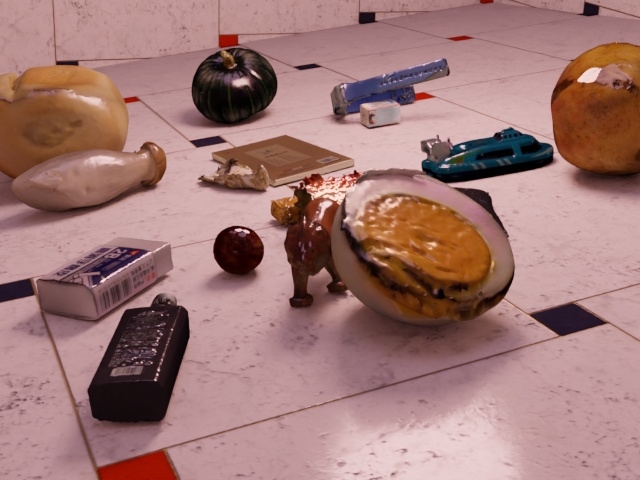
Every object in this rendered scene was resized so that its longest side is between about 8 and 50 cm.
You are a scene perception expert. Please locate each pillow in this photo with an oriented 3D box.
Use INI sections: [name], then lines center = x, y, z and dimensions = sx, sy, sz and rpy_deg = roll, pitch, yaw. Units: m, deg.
[pillow]
center = 0.266, -0.053, 1.792
dimensions = 0.141, 0.055, 0.208
rpy_deg = 5, 21, -2

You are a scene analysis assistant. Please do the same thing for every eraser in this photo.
[eraser]
center = -0.359, 0.058, 1.613
dimensions = 0.124, 0.068, 0.210
rpy_deg = 4, 22, 28

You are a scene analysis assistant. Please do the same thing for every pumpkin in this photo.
[pumpkin]
center = -0.245, -0.439, 2.677
dimensions = 0.250, 0.216, 0.250
rpy_deg = -6, 47, 7

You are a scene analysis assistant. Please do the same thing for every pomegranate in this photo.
[pomegranate]
center = 0.605, -0.262, 1.973
dimensions = 0.281, 0.281, 0.281
rpy_deg = -4, 21, 2

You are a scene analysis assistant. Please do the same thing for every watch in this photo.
[watch]
center = 0.173, -0.403, 2.559
dimensions = 0.274, 0.068, 0.276
rpy_deg = -9, -6, -15

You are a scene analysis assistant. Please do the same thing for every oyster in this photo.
[oyster]
center = -0.197, -0.137, 2.128
dimensions = 0.106, 0.061, 0.200
rpy_deg = -32, 27, -17

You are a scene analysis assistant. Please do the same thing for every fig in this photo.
[fig]
center = -0.138, 0.018, 1.676
dimensions = 0.089, 0.089, 0.125
rpy_deg = -2, -4, 7

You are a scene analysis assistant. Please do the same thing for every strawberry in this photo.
[strawberry]
center = 0.051, -0.053, 1.805
dimensions = 0.208, 0.087, 0.167
rpy_deg = -1, 43, -21

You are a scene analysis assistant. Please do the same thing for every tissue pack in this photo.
[tissue pack]
center = 0.158, -0.335, 2.523
dimensions = 0.094, 0.059, 0.074
rpy_deg = -11, 23, -14

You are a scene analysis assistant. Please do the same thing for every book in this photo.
[book]
center = -0.094, -0.193, 2.266
dimensions = 0.217, 0.021, 0.310
rpy_deg = -18, 25, -28

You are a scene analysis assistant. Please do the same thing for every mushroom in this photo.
[mushroom]
center = -0.492, -0.138, 2.074
dimensions = 0.350, 0.128, 0.128
rpy_deg = -18, 25, -38

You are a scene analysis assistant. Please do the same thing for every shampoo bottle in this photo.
[shampoo bottle]
center = -0.243, 0.149, 1.349
dimensions = 0.098, 0.071, 0.309
rpy_deg = -5, 21, 2

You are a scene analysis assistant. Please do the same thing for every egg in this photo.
[egg]
center = 0.142, 0.040, 1.439
dimensions = 0.264, 0.174, 0.286
rpy_deg = -23, 54, -38

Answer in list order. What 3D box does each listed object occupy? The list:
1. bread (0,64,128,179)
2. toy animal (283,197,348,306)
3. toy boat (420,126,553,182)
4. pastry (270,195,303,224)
[bread]
center = -0.628, -0.270, 2.255
dimensions = 0.348, 0.253, 0.376
rpy_deg = -4, 22, -13
[toy animal]
center = 0.000, 0.000, 1.568
dimensions = 0.097, 0.158, 0.312
rpy_deg = 0, 23, 9
[toy boat]
center = 0.372, -0.202, 2.102
dimensions = 0.298, 0.092, 0.134
rpy_deg = -12, 19, -16
[pastry]
center = -0.025, -0.070, 1.887
dimensions = 0.140, 0.056, 0.080
rpy_deg = -14, 24, -20
